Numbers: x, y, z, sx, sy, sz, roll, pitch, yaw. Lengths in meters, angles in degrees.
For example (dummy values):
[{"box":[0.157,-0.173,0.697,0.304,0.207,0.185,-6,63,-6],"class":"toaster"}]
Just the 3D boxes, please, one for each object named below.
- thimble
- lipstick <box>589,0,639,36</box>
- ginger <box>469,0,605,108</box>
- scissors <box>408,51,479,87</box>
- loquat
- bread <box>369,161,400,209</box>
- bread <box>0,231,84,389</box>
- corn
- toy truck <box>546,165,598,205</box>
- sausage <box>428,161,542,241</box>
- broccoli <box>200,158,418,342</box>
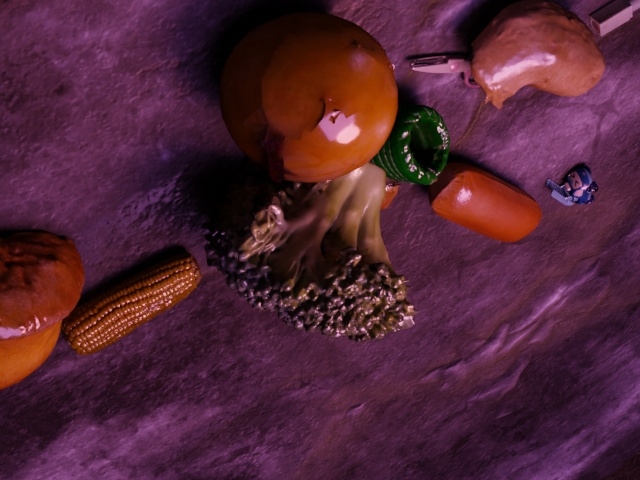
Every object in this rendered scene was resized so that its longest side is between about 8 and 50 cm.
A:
[{"box":[0.134,-0.146,1.613,0.118,0.090,0.130,-45,126,-36],"class":"thimble"},{"box":[0.496,-0.377,1.706,0.129,0.030,0.030,-31,143,-3],"class":"lipstick"},{"box":[0.328,-0.286,1.597,0.267,0.138,0.152,-7,139,-24],"class":"ginger"},{"box":[0.204,-0.269,1.617,0.176,0.022,0.085,-8,132,-34],"class":"scissors"},{"box":[-0.014,-0.185,1.385,0.235,0.235,0.235,-20,141,-17],"class":"loquat"},{"box":[0.074,-0.091,1.679,0.083,0.076,0.070,-5,146,-34],"class":"bread"},{"box":[-0.472,0.105,1.401,0.340,0.179,0.194,-1,132,-35],"class":"bread"},{"box":[-0.284,0.096,1.610,0.231,0.080,0.080,-29,143,-5],"class":"corn"},{"box":[0.465,-0.097,1.977,0.090,0.056,0.073,-11,145,-9],"class":"toy truck"},{"box":[0.289,-0.063,1.843,0.274,0.105,0.105,18,119,-46],"class":"sausage"},{"box":[-0.011,0.022,1.548,0.334,0.272,0.324,27,153,-5],"class":"broccoli"}]
